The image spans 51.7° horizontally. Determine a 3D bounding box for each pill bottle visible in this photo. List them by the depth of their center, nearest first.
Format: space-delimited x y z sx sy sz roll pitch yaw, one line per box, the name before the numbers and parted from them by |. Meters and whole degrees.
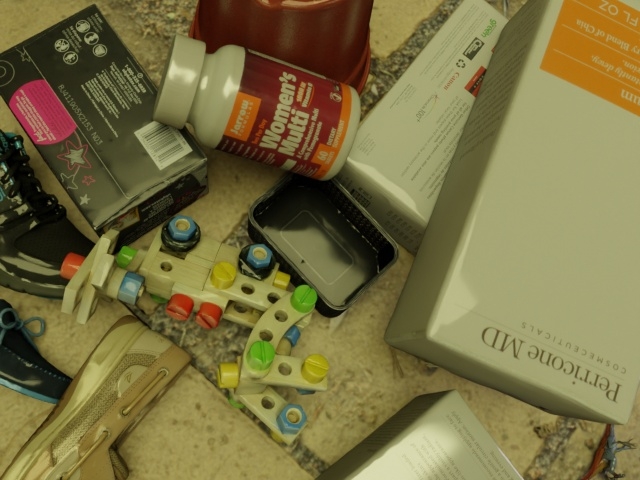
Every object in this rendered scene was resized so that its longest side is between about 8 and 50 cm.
pill bottle | -0.075 -0.155 0.772 0.221 0.121 0.121 15 74 -19

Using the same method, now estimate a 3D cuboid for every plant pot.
plant pot | -0.043 -0.314 0.850 0.272 0.265 0.273 2 76 -7

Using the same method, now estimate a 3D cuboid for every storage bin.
storage bin | 0.000 0.000 0.873 0.122 0.084 0.180 -42 84 -14

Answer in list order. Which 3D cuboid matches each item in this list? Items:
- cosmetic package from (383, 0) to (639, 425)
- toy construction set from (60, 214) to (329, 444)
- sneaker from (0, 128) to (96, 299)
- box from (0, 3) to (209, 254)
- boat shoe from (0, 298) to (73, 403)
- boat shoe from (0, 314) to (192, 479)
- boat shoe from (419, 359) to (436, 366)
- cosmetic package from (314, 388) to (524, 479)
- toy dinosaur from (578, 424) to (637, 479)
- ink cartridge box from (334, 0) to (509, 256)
cosmetic package | 0.270 -0.052 0.754 0.229 0.161 0.454 24 77 -5
toy construction set | -0.138 0.083 0.780 0.327 0.151 0.215 30 48 -17
sneaker | -0.387 -0.052 0.793 0.340 0.125 0.140 32 104 0
box | -0.273 -0.136 0.841 0.163 0.142 0.247 -35 84 -15
boat shoe | -0.403 0.104 0.785 0.258 0.109 0.089 30 71 -2
boat shoe | -0.275 0.253 0.755 0.110 0.122 0.341 31 73 0
boat shoe | 0.200 0.152 0.884 0.136 0.049 0.043 5 118 -9
cosmetic package | 0.114 0.293 0.777 0.183 0.151 0.151 -34 82 -16
toy dinosaur | 0.384 0.274 0.879 0.090 0.047 0.082 -4 58 2
ink cartridge box | 0.206 -0.125 0.905 0.271 0.130 0.309 39 75 0
